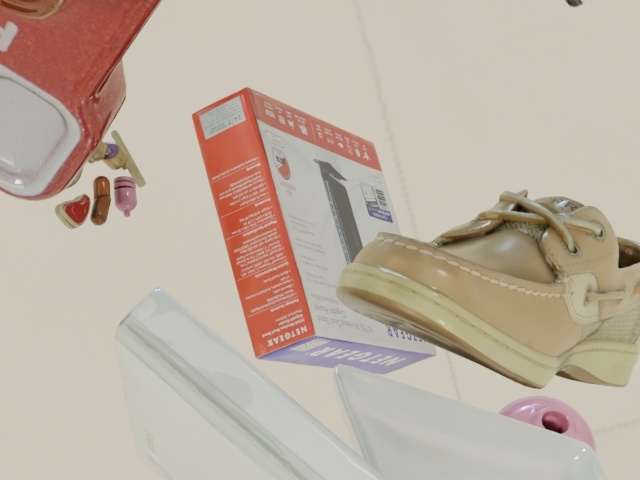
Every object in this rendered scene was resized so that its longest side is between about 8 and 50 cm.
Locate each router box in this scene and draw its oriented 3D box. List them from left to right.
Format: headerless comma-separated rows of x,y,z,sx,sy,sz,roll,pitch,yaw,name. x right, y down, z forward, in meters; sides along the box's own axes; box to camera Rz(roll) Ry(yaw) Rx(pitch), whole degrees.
0.000,0.000,1.676,0.082,0.335,0.301,-23,73,23,router box

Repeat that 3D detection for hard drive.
0.018,0.172,0.753,0.307,0.203,0.040,38,66,17,hard drive

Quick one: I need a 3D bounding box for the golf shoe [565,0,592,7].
0.132,-0.221,0.836,0.086,0.067,0.186,-37,61,9,golf shoe

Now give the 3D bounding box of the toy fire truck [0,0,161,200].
-0.173,-0.155,0.464,0.302,0.169,0.254,30,134,-14,toy fire truck

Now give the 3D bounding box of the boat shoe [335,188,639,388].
0.120,0.020,0.860,0.122,0.341,0.110,24,95,28,boat shoe

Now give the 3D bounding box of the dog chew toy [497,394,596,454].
0.241,0.307,1.702,0.207,0.331,0.206,6,52,-7,dog chew toy

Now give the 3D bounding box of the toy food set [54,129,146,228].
-0.187,-0.048,1.177,0.019,0.122,0.078,-18,108,35,toy food set

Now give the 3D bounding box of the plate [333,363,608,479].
0.142,0.233,1.088,0.277,0.278,0.045,21,118,-26,plate
